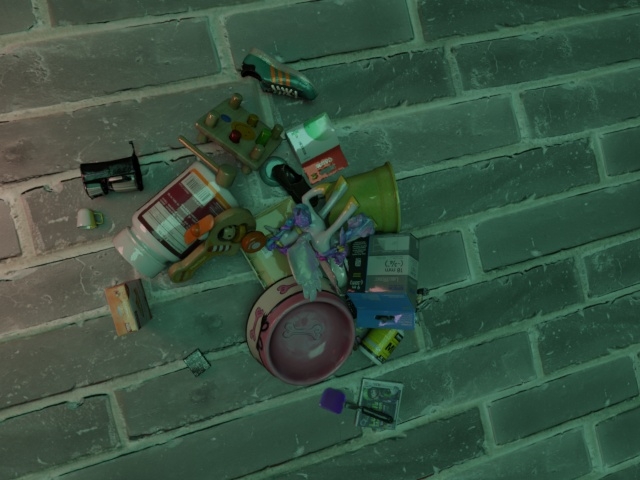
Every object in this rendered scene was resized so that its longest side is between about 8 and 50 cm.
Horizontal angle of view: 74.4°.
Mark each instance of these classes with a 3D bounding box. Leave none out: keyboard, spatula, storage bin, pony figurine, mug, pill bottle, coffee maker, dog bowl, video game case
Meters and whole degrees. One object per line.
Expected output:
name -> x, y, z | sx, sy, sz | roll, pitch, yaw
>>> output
keyboard -> 0.092, 0.268, 1.667 | 0.180, 0.023, 0.108 | -13, 92, -11
spatula -> 0.145, 0.658, 1.651 | 0.296, 0.030, 0.084 | 18, 85, -2
storage bin -> -0.157, 0.011, 1.571 | 0.260, 0.123, 0.263 | -31, 96, -8
pony figurine -> 0.000, 0.000, 1.401 | 0.363, 0.302, 0.351 | -38, 69, 13
mug -> -0.821, -0.077, 1.487 | 0.062, 0.078, 0.064 | -13, 83, 22
pill bottle -> 0.252, 0.374, 1.647 | 0.119, 0.119, 0.209 | 40, 84, -8
pill bottle -> -0.494, -0.069, 1.456 | 0.392, 0.224, 0.224 | -43, 97, -8
coffee maker -> -0.732, -0.241, 1.479 | 0.178, 0.120, 0.172 | -10, 69, -11
dog bowl -> -0.054, 0.333, 1.515 | 0.407, 0.150, 0.409 | -6, 108, -20
video game case -> 0.235, 0.658, 1.693 | 0.173, 0.022, 0.191 | 10, 88, -10

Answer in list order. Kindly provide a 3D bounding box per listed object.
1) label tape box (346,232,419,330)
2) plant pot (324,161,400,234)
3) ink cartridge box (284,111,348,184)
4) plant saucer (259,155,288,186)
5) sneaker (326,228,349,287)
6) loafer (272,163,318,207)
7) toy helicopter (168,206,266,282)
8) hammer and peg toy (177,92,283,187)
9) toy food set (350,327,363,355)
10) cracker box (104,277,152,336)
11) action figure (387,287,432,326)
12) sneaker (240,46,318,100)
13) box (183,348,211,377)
label tape box -> 0.226, 0.149, 1.545 | 0.240, 0.105, 0.334 | -4, 70, 32
plant pot -> 0.146, -0.139, 1.577 | 0.253, 0.276, 0.277 | -8, 91, 1
ink cartridge box -> -0.009, -0.356, 1.634 | 0.180, 0.056, 0.225 | -29, 93, -9
plant saucer -> -0.175, -0.266, 1.618 | 0.119, 0.021, 0.120 | 0, 91, -11
sneaker -> 0.050, 0.070, 1.631 | 0.094, 0.090, 0.235 | -20, 92, 0
loafer -> -0.087, -0.204, 1.586 | 0.220, 0.078, 0.080 | 40, 65, -19
toy helicopter -> -0.368, 0.019, 1.373 | 0.355, 0.235, 0.140 | -39, 62, 9
hammer and peg toy -> -0.298, -0.354, 1.446 | 0.265, 0.127, 0.361 | 36, 39, -8
toy food set -> 0.125, 0.406, 1.673 | 0.077, 0.019, 0.122 | 24, 86, -10
cracker box -> -0.642, 0.218, 1.423 | 0.067, 0.232, 0.156 | -16, 93, -10
action figure -> 0.312, 0.203, 1.597 | 0.185, 0.099, 0.285 | -28, 54, 3
sneaker -> -0.158, -0.592, 1.584 | 0.302, 0.108, 0.121 | 30, 85, -1
box -> -0.458, 0.455, 1.565 | 0.067, 0.018, 0.083 | -36, 96, -9
